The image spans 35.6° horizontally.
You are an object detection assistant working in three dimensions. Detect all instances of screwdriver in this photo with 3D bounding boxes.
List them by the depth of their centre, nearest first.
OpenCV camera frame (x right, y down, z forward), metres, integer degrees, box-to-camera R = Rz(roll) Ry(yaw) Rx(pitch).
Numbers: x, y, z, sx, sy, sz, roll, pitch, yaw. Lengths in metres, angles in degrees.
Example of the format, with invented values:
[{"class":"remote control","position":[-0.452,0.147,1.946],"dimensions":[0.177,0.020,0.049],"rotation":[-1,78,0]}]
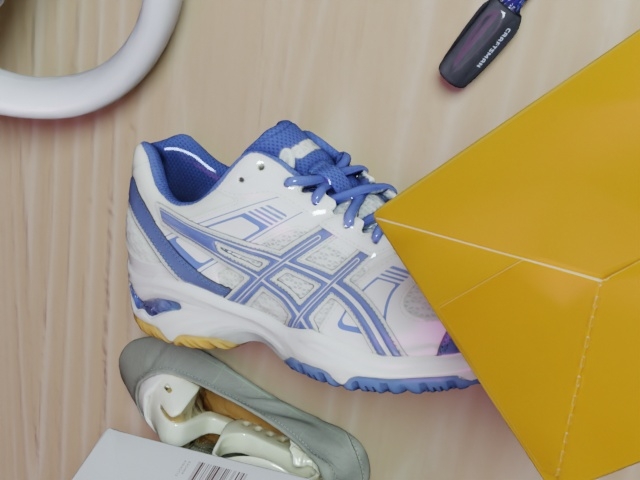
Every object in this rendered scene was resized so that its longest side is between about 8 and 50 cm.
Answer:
[{"class":"screwdriver","position":[0.119,-0.142,0.500],"dimensions":[0.025,0.024,0.170],"rotation":[35,119,-18]}]

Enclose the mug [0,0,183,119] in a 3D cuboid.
[{"class":"mug","position":[-0.261,-0.202,0.584],"dimensions":[0.374,0.276,0.328],"rotation":[22,127,-11]}]

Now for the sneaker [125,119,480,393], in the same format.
[{"class":"sneaker","position":[0.000,0.000,0.563],"dimensions":[0.297,0.112,0.130],"rotation":[5,108,30]}]

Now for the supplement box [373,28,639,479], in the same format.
[{"class":"supplement box","position":[0.165,-0.028,0.400],"dimensions":[0.191,0.194,0.129],"rotation":[-35,87,35]}]

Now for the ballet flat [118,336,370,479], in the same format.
[{"class":"ballet flat","position":[-0.068,0.125,0.673],"dimensions":[0.213,0.068,0.072],"rotation":[21,116,24]}]

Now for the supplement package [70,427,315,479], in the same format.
[{"class":"supplement package","position":[-0.058,0.251,0.620],"dimensions":[0.194,0.149,0.203],"rotation":[8,137,29]}]
